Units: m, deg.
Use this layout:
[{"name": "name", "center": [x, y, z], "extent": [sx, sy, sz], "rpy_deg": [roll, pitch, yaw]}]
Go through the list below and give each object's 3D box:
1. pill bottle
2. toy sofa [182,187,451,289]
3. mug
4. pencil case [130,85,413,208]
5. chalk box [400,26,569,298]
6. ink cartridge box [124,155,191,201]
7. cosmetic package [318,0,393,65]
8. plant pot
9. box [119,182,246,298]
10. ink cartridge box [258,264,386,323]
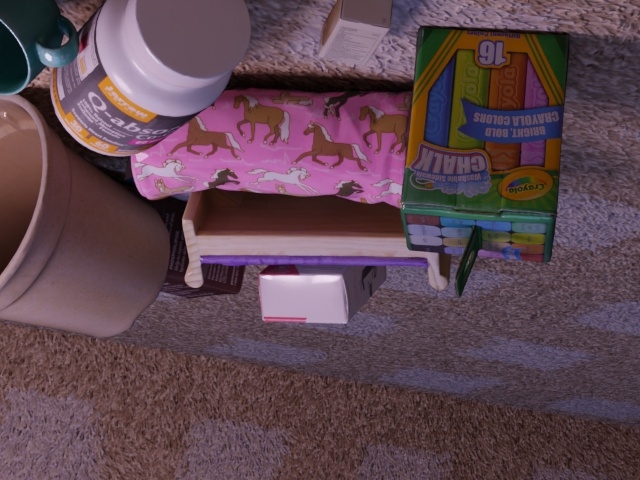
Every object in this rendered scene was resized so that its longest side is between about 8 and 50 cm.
[{"name": "pill bottle", "center": [-0.193, -0.203, 1.570], "extent": [0.162, 0.162, 0.278], "rpy_deg": [13, 163, -24]}, {"name": "toy sofa", "center": [0.000, 0.000, 1.929], "extent": [0.363, 0.150, 0.177], "rpy_deg": [0, 127, 8]}, {"name": "mug", "center": [-0.343, -0.235, 1.564], "extent": [0.158, 0.097, 0.129], "rpy_deg": [37, 140, -4]}, {"name": "pencil case", "center": [-0.048, -0.122, 1.815], "extent": [0.386, 0.160, 0.167], "rpy_deg": [2, -166, 11]}, {"name": "chalk box", "center": [0.191, -0.079, 1.625], "extent": [0.179, 0.288, 0.180], "rpy_deg": [4, 165, 8]}, {"name": "ink cartridge box", "center": [-0.157, -0.101, 2.074], "extent": [0.231, 0.078, 0.134], "rpy_deg": [19, 162, -38]}, {"name": "cosmetic package", "center": [0.039, -0.240, 1.569], "extent": [0.060, 0.041, 0.115], "rpy_deg": [10, 164, -12]}, {"name": "plant pot", "center": [-0.397, -0.004, 2.018], "extent": [0.334, 0.333, 0.305], "rpy_deg": [-6, 158, 37]}, {"name": "box", "center": [-0.327, -0.008, 2.347], "extent": [0.381, 0.143, 0.191], "rpy_deg": [18, 166, -30]}, {"name": "ink cartridge box", "center": [0.007, 0.063, 2.397], "extent": [0.159, 0.092, 0.218], "rpy_deg": [0, -163, 21]}]
